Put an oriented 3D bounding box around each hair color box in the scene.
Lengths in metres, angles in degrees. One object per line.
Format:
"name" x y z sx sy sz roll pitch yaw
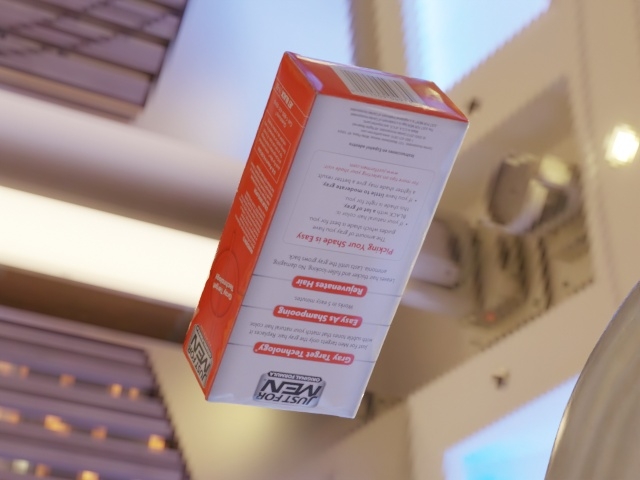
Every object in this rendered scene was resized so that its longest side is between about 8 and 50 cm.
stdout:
"hair color box" 0.000 0.000 0.765 0.141 0.072 0.043 -69 -152 22

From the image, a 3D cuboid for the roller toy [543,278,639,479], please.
"roller toy" 0.136 0.068 0.332 0.146 0.191 0.209 21 79 -76
